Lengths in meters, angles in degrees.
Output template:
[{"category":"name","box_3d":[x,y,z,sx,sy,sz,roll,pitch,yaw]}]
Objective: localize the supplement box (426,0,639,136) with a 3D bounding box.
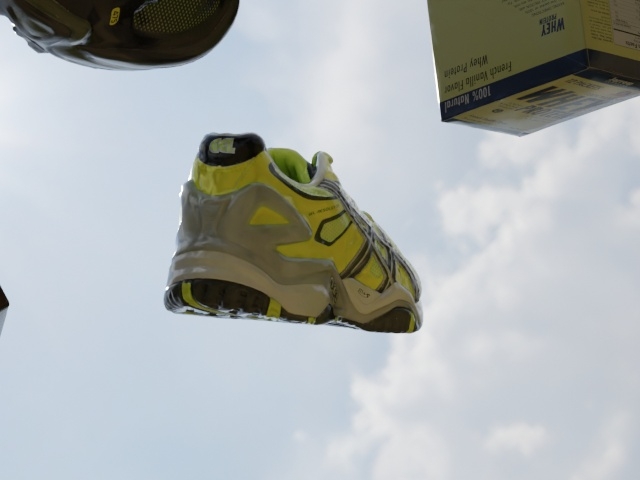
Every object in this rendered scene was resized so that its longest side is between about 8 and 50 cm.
[{"category":"supplement box","box_3d":[0.095,-0.098,0.716,0.056,0.083,0.083,6,-17,-44]}]

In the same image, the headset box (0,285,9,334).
[{"category":"headset box","box_3d":[-0.385,0.086,1.193,0.293,0.110,0.218,-26,-8,-19]}]

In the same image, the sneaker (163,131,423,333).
[{"category":"sneaker","box_3d":[0.000,0.000,1.388,0.384,0.145,0.147,14,-100,-70]}]

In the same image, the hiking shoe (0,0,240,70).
[{"category":"hiking shoe","box_3d":[-0.049,-0.114,0.488,0.227,0.114,0.086,54,-137,-64]}]
